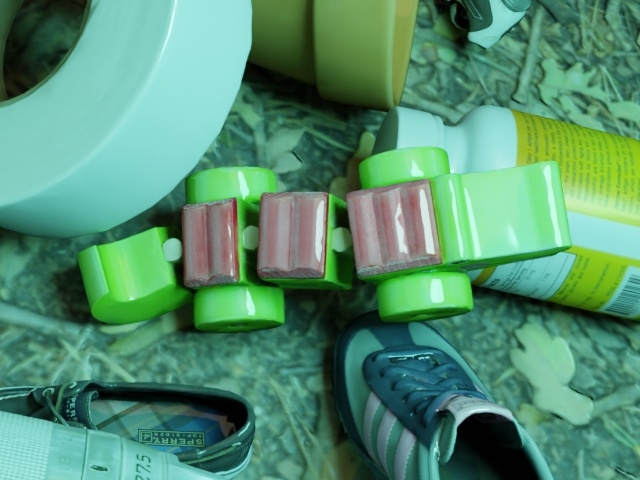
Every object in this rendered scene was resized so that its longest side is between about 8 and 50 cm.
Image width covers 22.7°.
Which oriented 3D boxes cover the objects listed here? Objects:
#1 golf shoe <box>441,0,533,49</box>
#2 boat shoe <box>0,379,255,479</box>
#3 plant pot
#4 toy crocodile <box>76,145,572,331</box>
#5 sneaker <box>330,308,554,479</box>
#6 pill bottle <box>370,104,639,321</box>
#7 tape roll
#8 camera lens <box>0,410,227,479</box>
[{"bbox_3d":[0.131,-0.237,1.390,0.077,0.094,0.198,22,25,-20],"label":"golf shoe"},{"bbox_3d":[-0.151,0.124,1.045,0.228,0.076,0.080,6,55,-15],"label":"boat shoe"},{"bbox_3d":[-0.024,-0.255,1.240,0.203,0.291,0.291,8,53,6],"label":"plant pot"},{"bbox_3d":[0.000,0.000,1.096,0.340,0.105,0.115,-6,81,16],"label":"toy crocodile"},{"bbox_3d":[0.092,0.127,1.049,0.112,0.131,0.319,-12,41,-16],"label":"sneaker"},{"bbox_3d":[0.161,-0.026,1.213,0.245,0.136,0.136,13,54,-10],"label":"pill bottle"},{"bbox_3d":[-0.190,-0.149,1.098,0.100,0.286,0.286,26,33,-60],"label":"tape roll"},{"bbox_3d":[-0.205,0.201,0.885,0.274,0.219,0.219,13,54,-10],"label":"camera lens"}]
